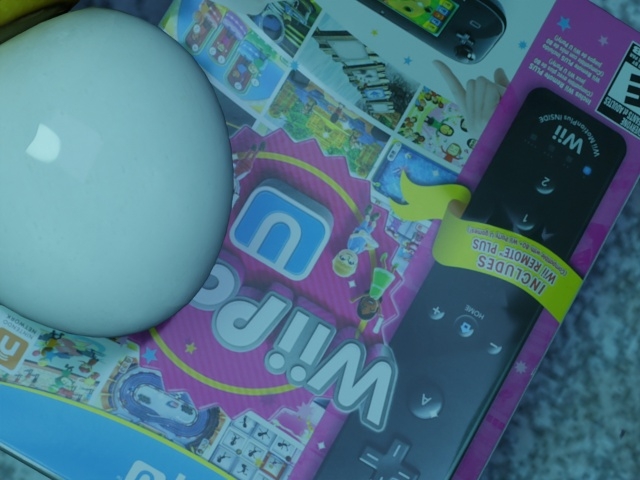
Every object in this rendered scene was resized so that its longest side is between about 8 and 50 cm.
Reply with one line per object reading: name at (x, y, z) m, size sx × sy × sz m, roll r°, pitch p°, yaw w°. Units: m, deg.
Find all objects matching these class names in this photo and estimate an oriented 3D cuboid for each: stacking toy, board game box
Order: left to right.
stacking toy at (-0.185, -0.174, 0.556) m, size 0.350 × 0.350 × 0.480 m, roll -28°, pitch 94°, yaw -12°
board game box at (0.000, 0.000, 0.686) m, size 0.224 × 0.097 × 0.303 m, roll 31°, pitch 80°, yaw -5°
